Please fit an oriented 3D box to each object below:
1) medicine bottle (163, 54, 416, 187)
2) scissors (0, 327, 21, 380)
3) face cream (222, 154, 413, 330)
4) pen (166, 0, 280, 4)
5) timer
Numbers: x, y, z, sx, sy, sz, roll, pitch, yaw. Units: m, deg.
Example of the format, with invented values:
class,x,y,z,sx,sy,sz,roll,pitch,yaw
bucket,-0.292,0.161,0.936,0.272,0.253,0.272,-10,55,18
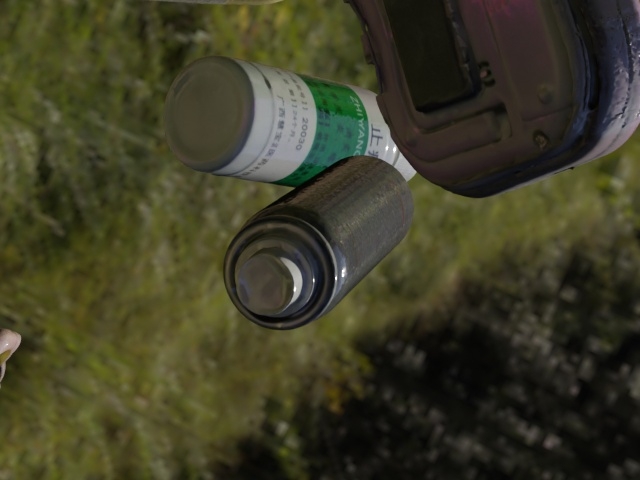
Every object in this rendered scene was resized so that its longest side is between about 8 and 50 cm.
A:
class,x,y,z,sx,sy,sz,roll,pitch,yaw
medicine bottle,-0.013,-0.088,1.593,0.260,0.095,0.095,4,110,-55
scissors,-0.277,0.101,1.365,0.160,0.024,0.317,-40,171,-13
face cream,0.000,0.000,1.234,0.283,0.073,0.073,-40,150,-74
pen,-0.127,-0.196,1.450,0.233,0.032,0.040,-1,77,-32
timer,0.088,-0.131,1.078,0.069,0.190,0.209,-18,88,-34
